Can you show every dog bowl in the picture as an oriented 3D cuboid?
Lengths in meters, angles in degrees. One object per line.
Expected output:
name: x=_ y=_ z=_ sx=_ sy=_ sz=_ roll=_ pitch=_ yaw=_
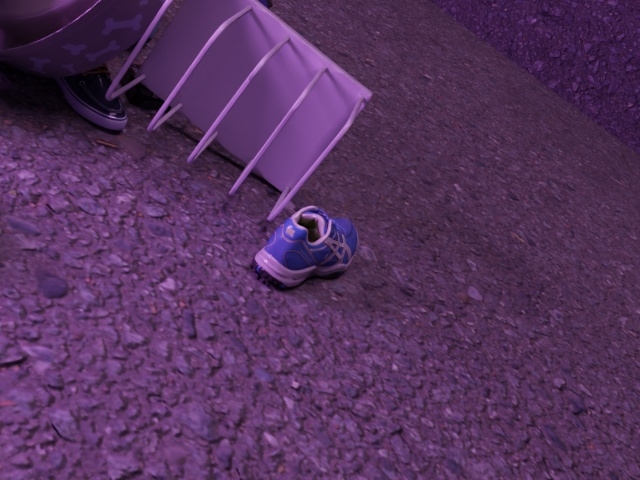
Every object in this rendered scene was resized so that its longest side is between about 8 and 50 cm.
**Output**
dog bowl: x=-0.323 y=-0.364 z=1.103 sx=0.349 sy=0.349 sz=0.102 roll=52 pitch=4 yaw=33

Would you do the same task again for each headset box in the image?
headset box: x=-0.255 y=-0.228 z=1.259 sx=0.062 sy=0.032 sz=0.083 roll=10 pitch=34 yaw=-39

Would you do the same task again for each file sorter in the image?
file sorter: x=-0.105 y=-0.185 z=1.124 sx=0.278 sy=0.193 sz=0.173 roll=37 pitch=24 yaw=-8

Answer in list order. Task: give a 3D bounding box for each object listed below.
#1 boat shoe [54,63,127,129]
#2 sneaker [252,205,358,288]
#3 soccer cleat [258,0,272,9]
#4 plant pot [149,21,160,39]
boat shoe: x=-0.308 y=-0.229 z=1.146 sx=0.183 sy=0.083 sz=0.065 roll=46 pitch=30 yaw=25
sneaker: x=0.000 y=0.000 z=1.098 sx=0.080 sy=0.081 sz=0.211 roll=38 pitch=26 yaw=14
soccer cleat: x=-0.219 y=-0.529 z=1.740 sx=0.289 sy=0.093 sz=0.121 roll=45 pitch=36 yaw=24
plant pot: x=-0.322 y=-0.495 z=1.373 sx=0.195 sy=0.290 sz=0.290 roll=18 pitch=29 yaw=-10
